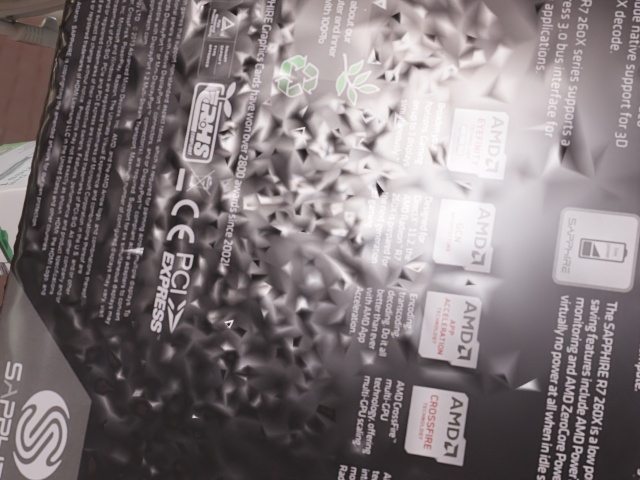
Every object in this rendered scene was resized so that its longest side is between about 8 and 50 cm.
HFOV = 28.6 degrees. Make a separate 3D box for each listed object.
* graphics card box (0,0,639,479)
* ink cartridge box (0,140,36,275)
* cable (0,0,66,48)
[{"bbox_3d":[0.085,0.008,0.401,0.371,0.233,0.094,6,-9,15],"label":"graphics card box"},{"bbox_3d":[-0.280,-0.037,1.241,0.219,0.093,0.160,-4,23,37],"label":"ink cartridge box"},{"bbox_3d":[-0.168,-0.218,0.660,0.257,0.257,0.089,7,56,-43],"label":"cable"}]
